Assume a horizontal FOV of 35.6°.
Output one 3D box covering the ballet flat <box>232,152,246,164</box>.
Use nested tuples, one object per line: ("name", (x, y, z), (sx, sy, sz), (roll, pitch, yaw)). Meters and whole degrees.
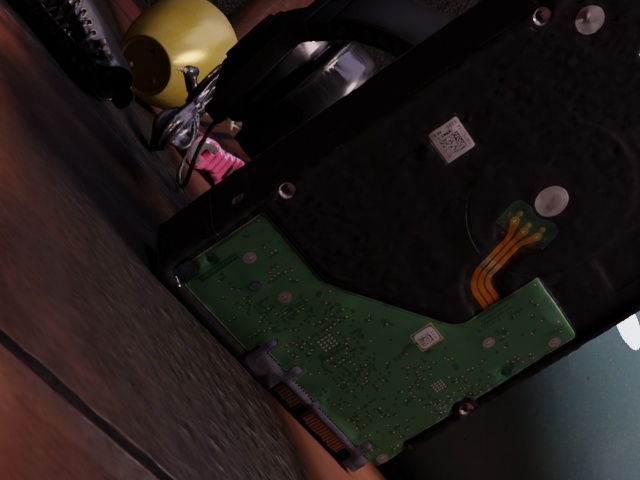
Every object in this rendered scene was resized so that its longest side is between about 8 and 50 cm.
("ballet flat", (-0.056, -0.040, 1.353), (0.206, 0.073, 0.067), (58, -16, 26))

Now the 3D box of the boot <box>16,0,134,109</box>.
("boot", (-0.213, -0.197, 0.811), (0.137, 0.077, 0.198), (58, 6, 15))

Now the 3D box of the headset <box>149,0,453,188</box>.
("headset", (0.007, -0.093, 0.826), (0.394, 0.185, 0.243), (6, -49, 39))

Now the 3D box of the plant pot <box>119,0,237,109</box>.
("plant pot", (-0.170, -0.201, 1.104), (0.134, 0.134, 0.095), (52, 28, 0))

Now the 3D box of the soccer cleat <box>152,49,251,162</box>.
("soccer cleat", (-0.115, -0.173, 1.297), (0.331, 0.116, 0.143), (32, 9, 22))

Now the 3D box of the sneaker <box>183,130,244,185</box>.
("sneaker", (-0.129, -0.096, 1.161), (0.057, 0.047, 0.119), (40, -5, 33))

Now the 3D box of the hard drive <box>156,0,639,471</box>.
("hard drive", (0.096, -0.010, 0.649), (0.237, 0.339, 0.064), (50, 11, -29))

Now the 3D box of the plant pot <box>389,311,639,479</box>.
("plant pot", (0.186, 0.078, 0.892), (0.290, 0.290, 0.195), (-122, -158, -61))
